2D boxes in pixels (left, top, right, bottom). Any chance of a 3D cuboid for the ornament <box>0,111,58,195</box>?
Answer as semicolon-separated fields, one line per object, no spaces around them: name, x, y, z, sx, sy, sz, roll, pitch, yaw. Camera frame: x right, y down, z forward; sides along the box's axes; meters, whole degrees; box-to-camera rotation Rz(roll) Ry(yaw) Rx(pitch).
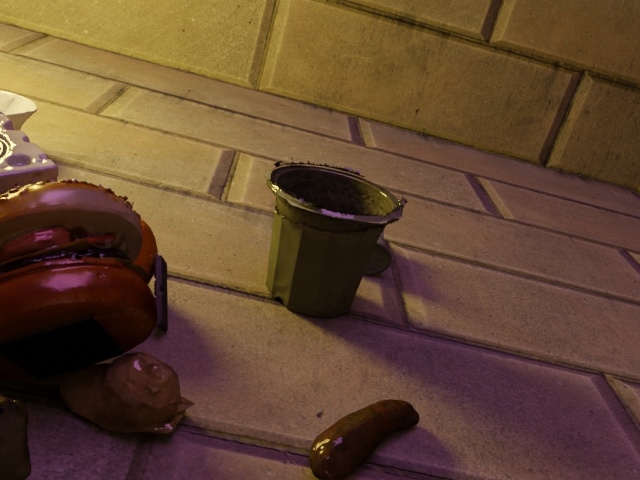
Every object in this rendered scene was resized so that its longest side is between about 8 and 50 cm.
ornament;-0.575;-0.041;1.128;0.239;0.240;0.240;-15;37;-38

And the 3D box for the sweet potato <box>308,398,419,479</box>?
sweet potato;0.069;0.290;1.077;0.075;0.075;0.273;29;21;27

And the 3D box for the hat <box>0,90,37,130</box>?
hat;-0.790;-0.283;1.718;0.203;0.126;0.203;14;23;-6

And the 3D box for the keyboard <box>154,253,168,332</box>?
keyboard;-0.275;0.091;1.229;0.015;0.049;0.129;-6;68;0

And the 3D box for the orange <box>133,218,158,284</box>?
orange;-0.379;0.023;1.257;0.193;0.161;0.193;11;27;-6

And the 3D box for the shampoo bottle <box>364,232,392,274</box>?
shampoo bottle;0.103;-0.007;1.744;0.118;0.087;0.234;10;23;-7

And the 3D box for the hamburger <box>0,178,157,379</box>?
hamburger;-0.374;0.053;0.999;0.291;0.291;0.225;-2;58;-37

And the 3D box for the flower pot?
flower pot;0.000;0.000;1.440;0.290;0.259;0.290;13;24;-6

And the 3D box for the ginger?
ginger;-0.283;0.197;0.995;0.193;0.123;0.115;11;34;10

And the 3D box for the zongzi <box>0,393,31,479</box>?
zongzi;-0.537;0.211;0.718;0.360;0.160;0.323;25;23;17
